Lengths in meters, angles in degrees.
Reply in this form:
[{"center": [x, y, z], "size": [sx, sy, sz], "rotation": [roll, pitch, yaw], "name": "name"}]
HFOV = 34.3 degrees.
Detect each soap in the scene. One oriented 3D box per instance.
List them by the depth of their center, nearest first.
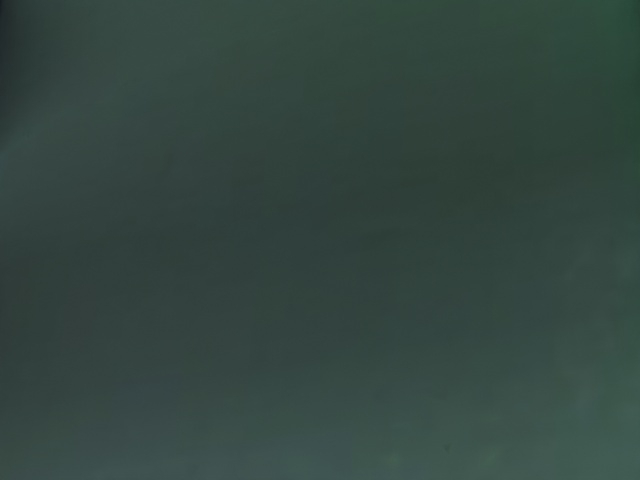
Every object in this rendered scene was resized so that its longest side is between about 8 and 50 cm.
[{"center": [0.000, 0.000, 0.406], "size": [0.285, 0.107, 0.296], "rotation": [-7, 65, 18], "name": "soap"}]
